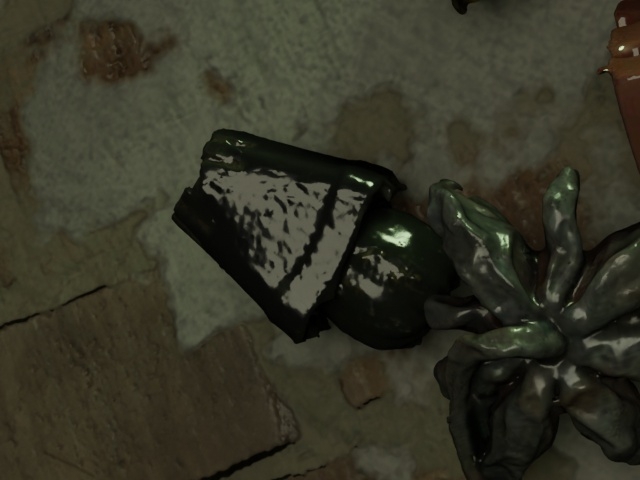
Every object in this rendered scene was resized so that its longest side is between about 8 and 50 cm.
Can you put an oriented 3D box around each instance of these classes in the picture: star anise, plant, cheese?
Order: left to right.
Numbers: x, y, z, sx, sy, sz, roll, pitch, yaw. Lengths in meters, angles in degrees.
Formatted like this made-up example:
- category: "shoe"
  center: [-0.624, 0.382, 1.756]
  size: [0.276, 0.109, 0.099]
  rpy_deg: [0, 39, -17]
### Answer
- category: "plant"
  center: [0.000, 0.000, 1.588]
  size: [0.256, 0.142, 0.164]
  rpy_deg: [31, 97, 9]
- category: "star anise"
  center: [0.206, 0.095, 1.475]
  size: [0.359, 0.139, 0.316]
  rpy_deg: [46, 113, -4]
- category: "cheese"
  center: [0.313, -0.099, 1.512]
  size: [0.128, 0.203, 0.177]
  rpy_deg: [-11, 112, 15]

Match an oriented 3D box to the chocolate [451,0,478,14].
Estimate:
- category: "chocolate"
  center: [0.263, -0.369, 1.528]
  size: [0.445, 0.162, 0.162]
  rpy_deg: [-31, 75, 13]
